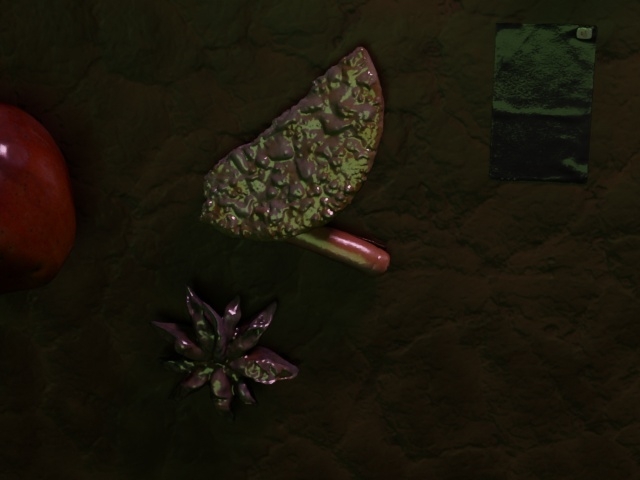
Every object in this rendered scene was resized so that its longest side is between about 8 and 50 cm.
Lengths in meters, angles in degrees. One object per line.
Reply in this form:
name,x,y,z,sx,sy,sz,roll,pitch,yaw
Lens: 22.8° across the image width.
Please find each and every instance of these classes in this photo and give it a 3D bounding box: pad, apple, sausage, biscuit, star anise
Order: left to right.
apple,-0.404,-0.042,1.873,0.234,0.234,0.234,3,112,8
star anise,-0.123,0.150,1.982,0.195,0.065,0.182,9,114,1
biscuit,-0.019,-0.087,1.865,0.290,0.038,0.141,-39,87,17
sausage,0.000,0.001,1.916,0.177,0.040,0.047,19,158,1
pad,0.256,-0.157,1.831,0.116,0.004,0.193,4,113,8
